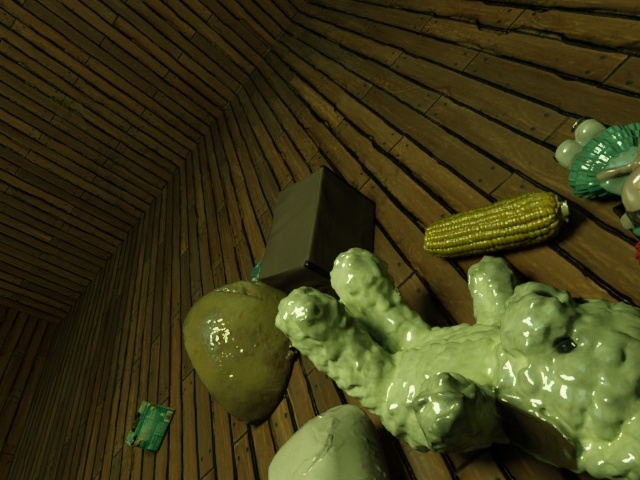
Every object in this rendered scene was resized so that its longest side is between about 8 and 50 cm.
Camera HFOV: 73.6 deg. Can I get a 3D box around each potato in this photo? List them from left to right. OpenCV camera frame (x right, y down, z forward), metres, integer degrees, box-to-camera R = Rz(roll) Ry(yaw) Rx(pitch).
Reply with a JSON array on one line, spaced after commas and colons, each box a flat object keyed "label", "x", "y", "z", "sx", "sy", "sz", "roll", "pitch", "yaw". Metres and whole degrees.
[{"label": "potato", "x": -0.172, "y": 0.225, "z": 0.941, "sx": 0.211, "sy": 0.189, "sz": 0.264, "roll": -45, "pitch": 34, "yaw": 17}]

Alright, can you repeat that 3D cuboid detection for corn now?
[{"label": "corn", "x": 0.270, "y": -0.020, "z": 0.682, "sx": 0.238, "sy": 0.080, "sz": 0.080, "roll": -18, "pitch": 48, "yaw": 47}]

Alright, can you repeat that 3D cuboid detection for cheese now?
[{"label": "cheese", "x": 0.015, "y": 0.361, "z": 0.608, "sx": 0.198, "sy": 0.154, "sz": 0.189, "roll": -51, "pitch": 13, "yaw": 14}]

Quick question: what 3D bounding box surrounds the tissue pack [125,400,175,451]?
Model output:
[{"label": "tissue pack", "x": -0.474, "y": 0.510, "z": 1.185, "sx": 0.079, "sy": 0.085, "sz": 0.111, "roll": -10, "pitch": 55, "yaw": 50}]

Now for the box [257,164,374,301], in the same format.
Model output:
[{"label": "box", "x": 0.000, "y": 0.000, "z": 0.919, "sx": 0.153, "sy": 0.188, "sz": 0.252, "roll": -24, "pitch": 46, "yaw": 39}]

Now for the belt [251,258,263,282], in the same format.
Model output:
[{"label": "belt", "x": -0.114, "y": 0.055, "z": 1.135, "sx": 0.179, "sy": 0.065, "sz": 0.100, "roll": -47, "pitch": 24, "yaw": 16}]

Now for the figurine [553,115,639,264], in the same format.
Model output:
[{"label": "figurine", "x": 0.397, "y": -0.067, "z": 0.538, "sx": 0.138, "sy": 0.110, "sz": 0.245, "roll": -53, "pitch": 28, "yaw": 23}]

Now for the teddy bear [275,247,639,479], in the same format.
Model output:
[{"label": "teddy bear", "x": 0.192, "y": 0.091, "z": 0.486, "sx": 0.327, "sy": 0.375, "sz": 0.362, "roll": -33, "pitch": -14, "yaw": -44}]
